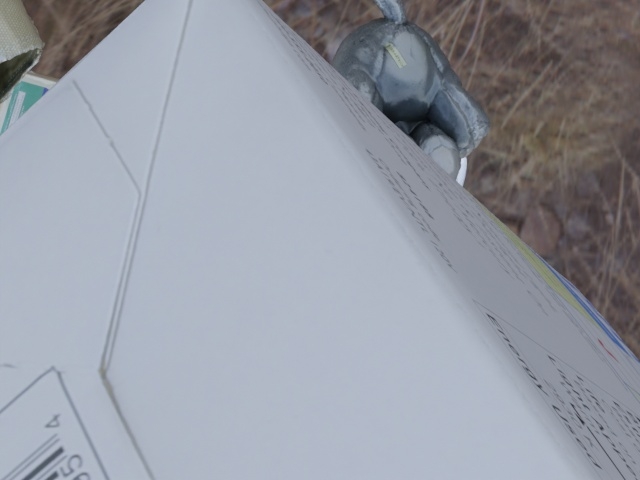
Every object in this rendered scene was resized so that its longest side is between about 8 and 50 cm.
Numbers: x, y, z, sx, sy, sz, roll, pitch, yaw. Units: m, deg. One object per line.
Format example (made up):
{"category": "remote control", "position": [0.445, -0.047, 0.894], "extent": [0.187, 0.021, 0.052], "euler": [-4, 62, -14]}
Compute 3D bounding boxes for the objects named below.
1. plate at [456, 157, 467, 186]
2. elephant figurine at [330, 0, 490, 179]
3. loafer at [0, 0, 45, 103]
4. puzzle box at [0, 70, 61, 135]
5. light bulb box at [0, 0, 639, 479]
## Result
{"category": "plate", "position": [0.000, 0.000, 1.570], "extent": [0.278, 0.045, 0.277], "euler": [9, 111, -7]}
{"category": "elephant figurine", "position": [0.035, -0.097, 1.308], "extent": [0.169, 0.239, 0.186], "euler": [36, 72, -10]}
{"category": "loafer", "position": [-0.231, -0.042, 0.752], "extent": [0.092, 0.102, 0.268], "euler": [41, 123, 12]}
{"category": "puzzle box", "position": [-0.381, -0.027, 2.035], "extent": [0.272, 0.052, 0.409], "euler": [14, 101, -31]}
{"category": "light bulb box", "position": [0.045, 0.145, 0.543], "extent": [0.225, 0.361, 0.358], "euler": [-40, 54, 10]}
